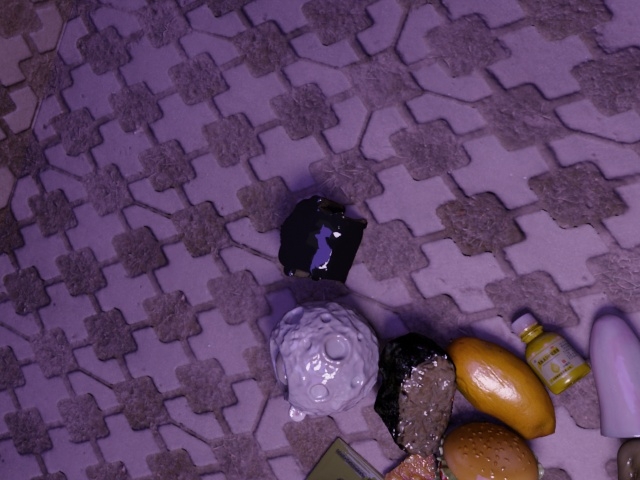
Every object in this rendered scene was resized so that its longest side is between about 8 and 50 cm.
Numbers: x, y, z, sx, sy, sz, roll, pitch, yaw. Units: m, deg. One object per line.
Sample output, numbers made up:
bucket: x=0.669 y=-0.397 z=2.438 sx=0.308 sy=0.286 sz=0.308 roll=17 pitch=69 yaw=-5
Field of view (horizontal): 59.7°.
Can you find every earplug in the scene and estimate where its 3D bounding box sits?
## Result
earplug: x=0.779 y=0.340 z=1.445 sx=0.173 sy=0.172 sz=0.301 roll=-14 pitch=75 yaw=19

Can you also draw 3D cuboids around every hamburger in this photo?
hamburger: x=0.441 y=0.607 z=1.471 sx=0.275 sy=0.274 sz=0.212 roll=10 pitch=114 yaw=20

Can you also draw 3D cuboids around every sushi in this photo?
sushi: x=0.268 y=0.429 z=1.540 sx=0.211 sy=0.171 sz=0.349 roll=-6 pitch=115 yaw=-14

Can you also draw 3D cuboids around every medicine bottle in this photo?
medicine bottle: x=0.613 y=0.299 z=1.516 sx=0.122 sy=0.122 sz=0.212 roll=-42 pitch=62 yaw=13

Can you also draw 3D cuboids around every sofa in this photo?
sofa: x=0.000 y=0.000 z=1.725 sx=0.182 sy=0.200 sz=0.258 roll=23 pitch=96 yaw=31

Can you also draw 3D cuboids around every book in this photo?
book: x=0.044 y=0.826 z=1.738 sx=0.239 sy=0.035 sz=0.352 roll=38 pitch=100 yaw=18

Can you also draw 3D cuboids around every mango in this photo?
mango: x=0.498 y=0.401 z=1.542 sx=0.359 sy=0.144 sz=0.187 roll=34 pitch=104 yaw=13

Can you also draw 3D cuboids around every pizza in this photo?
pizza: x=0.304 y=0.680 z=1.641 sx=0.201 sy=0.053 sz=0.193 roll=24 pitch=96 yaw=22

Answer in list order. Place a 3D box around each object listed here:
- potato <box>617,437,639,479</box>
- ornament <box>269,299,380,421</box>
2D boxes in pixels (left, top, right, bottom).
potato: x=0.866 y=0.608 z=1.337 sx=0.326 sy=0.221 sz=0.243 roll=34 pitch=125 yaw=-19
ornament: x=0.018 y=0.337 z=1.626 sx=0.337 sy=0.337 sz=0.336 roll=-1 pitch=87 yaw=20
